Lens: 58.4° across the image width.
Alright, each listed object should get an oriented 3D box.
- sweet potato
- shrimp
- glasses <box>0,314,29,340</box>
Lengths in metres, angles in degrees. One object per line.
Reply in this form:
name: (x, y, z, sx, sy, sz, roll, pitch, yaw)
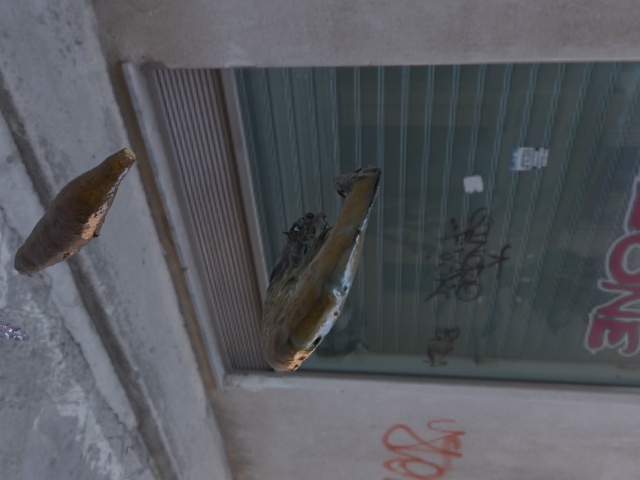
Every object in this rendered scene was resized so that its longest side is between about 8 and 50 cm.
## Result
sweet potato: (-0.329, -0.013, 0.746, 0.072, 0.314, 0.066, 54, 37, 3)
shrimp: (0.000, 0.000, 0.791, 0.272, 0.085, 0.445, -61, -172, 15)
glasses: (-0.341, 0.035, 0.504, 0.095, 0.162, 0.255, -62, -177, -14)
